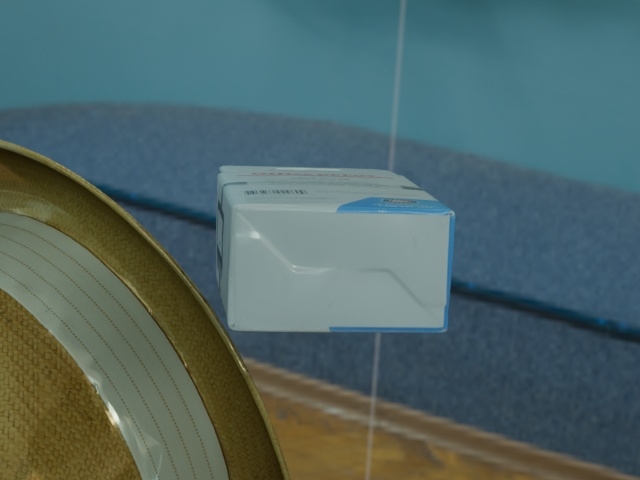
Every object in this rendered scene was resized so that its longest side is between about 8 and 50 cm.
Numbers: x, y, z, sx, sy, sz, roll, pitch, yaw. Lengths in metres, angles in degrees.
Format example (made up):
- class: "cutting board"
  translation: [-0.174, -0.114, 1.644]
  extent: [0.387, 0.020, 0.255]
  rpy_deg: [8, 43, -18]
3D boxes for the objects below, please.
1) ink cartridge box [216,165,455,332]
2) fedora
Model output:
- class: "ink cartridge box"
  translation: [0.000, 0.000, 0.352]
  extent: [0.048, 0.028, 0.083]
  rpy_deg: [2, 9, -6]
- class: "fedora"
  translation: [-0.095, 0.069, 0.424]
  extent: [0.194, 0.194, 0.079]
  rpy_deg: [21, 33, 30]
